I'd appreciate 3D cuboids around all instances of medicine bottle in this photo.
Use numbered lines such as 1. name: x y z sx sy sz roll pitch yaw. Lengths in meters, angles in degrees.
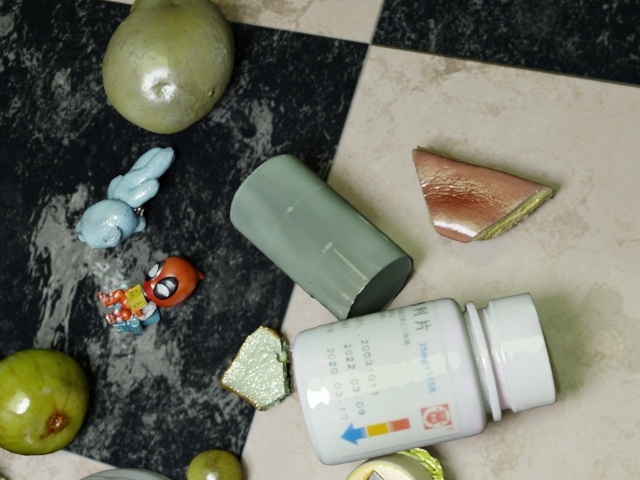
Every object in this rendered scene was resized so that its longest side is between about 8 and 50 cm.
1. medicine bottle: 0.123 0.159 1.247 0.292 0.170 0.170 -12 71 5

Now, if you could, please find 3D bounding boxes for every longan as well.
1. longan: -0.138 0.308 1.341 0.075 0.075 0.083 42 112 23

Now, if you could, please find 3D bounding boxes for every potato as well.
1. potato: -0.214 -0.261 1.488 0.177 0.160 0.235 13 58 -19

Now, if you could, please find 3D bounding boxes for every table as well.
1. table: 0.000 0.000 1.359 0.220 0.126 0.126 41 88 23

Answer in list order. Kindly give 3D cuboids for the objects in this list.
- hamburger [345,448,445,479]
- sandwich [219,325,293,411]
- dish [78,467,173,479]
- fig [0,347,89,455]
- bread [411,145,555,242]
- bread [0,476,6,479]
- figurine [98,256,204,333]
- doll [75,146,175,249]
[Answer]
1. hamburger: 0.089 0.314 1.264 0.126 0.081 0.141 22 93 23
2. sandwich: -0.072 0.169 1.378 0.093 0.036 0.105 24 80 22
3. dish: -0.274 0.418 1.310 0.273 0.134 0.273 -5 72 14
4. fig: -0.400 0.214 1.417 0.186 0.148 0.142 3 88 56
5. bread: 0.190 -0.049 1.350 0.192 0.067 0.119 21 72 20
6. bread: -0.494 0.312 1.391 0.117 0.156 0.064 11 69 20
7. figurine: -0.227 0.073 1.433 0.140 0.075 0.068 -26 67 -4
8. doll: -0.267 -0.054 1.493 0.180 0.075 0.120 -47 27 -22
